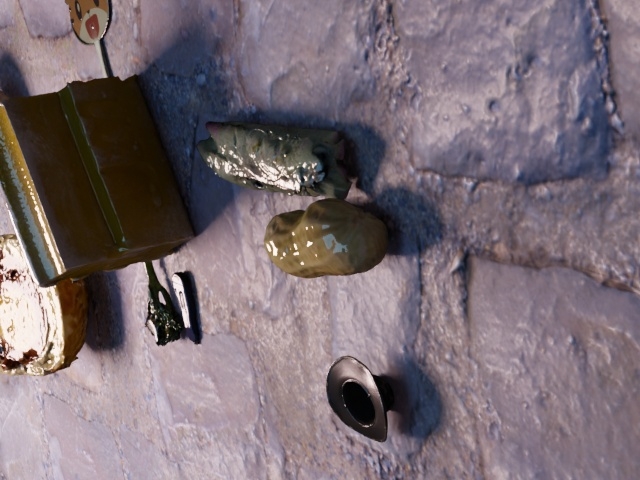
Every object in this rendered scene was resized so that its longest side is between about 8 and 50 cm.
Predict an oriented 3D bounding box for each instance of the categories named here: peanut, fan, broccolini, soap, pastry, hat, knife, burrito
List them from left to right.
[{"bbox_3d":[-0.500,0.113,2.281,0.237,0.170,0.256,1,94,33],"label":"pastry"},{"bbox_3d":[-0.352,-0.091,1.913,0.143,0.259,0.281,-29,81,48],"label":"soap"},{"bbox_3d":[-0.366,-0.345,2.049,0.152,0.008,0.226,-18,86,54],"label":"fan"},{"bbox_3d":[-0.270,0.045,2.051,0.057,0.071,0.254,31,-133,-80],"label":"broccolini"},{"bbox_3d":[-0.210,0.107,1.990,0.031,0.018,0.121,0,103,47],"label":"knife"},{"bbox_3d":[-0.068,-0.107,1.673,0.309,0.066,0.096,14,108,51],"label":"burrito"},{"bbox_3d":[0.000,0.000,1.593,0.098,0.090,0.214,42,153,-24],"label":"peanut"},{"bbox_3d":[0.061,0.199,1.619,0.121,0.050,0.121,27,128,41],"label":"hat"}]

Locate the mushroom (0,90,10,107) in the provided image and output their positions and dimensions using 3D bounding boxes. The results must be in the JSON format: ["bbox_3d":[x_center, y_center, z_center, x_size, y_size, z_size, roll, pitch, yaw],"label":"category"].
[{"bbox_3d":[-0.645,-0.182,2.365,0.206,0.206,0.209,55,174,27],"label":"mushroom"}]
